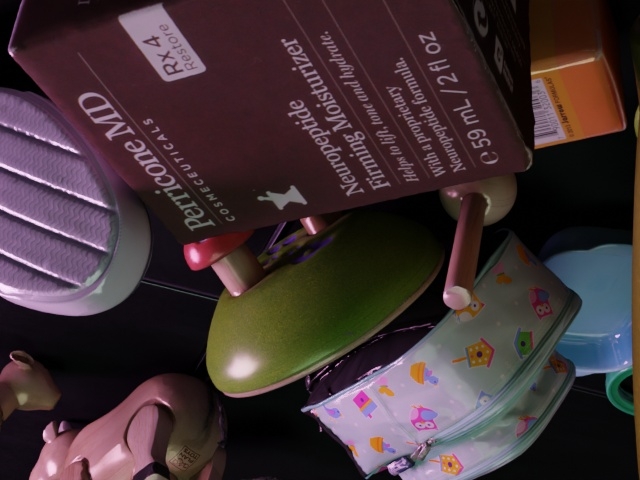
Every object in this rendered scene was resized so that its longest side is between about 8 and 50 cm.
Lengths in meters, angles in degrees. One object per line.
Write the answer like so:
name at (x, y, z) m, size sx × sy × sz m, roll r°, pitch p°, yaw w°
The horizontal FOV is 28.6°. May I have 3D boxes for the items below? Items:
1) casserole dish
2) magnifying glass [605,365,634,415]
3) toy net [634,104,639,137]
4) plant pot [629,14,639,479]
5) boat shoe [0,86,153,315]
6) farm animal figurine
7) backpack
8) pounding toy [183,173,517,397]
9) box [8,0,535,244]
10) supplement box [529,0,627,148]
casserole dish at (0.206, 0.044, 0.963) m, size 0.114 × 0.037 × 0.188 m, roll 6°, pitch 144°, yaw -2°
magnifying glass at (0.329, 0.154, 1.117) m, size 0.092 × 0.026 × 0.231 m, roll -20°, pitch 136°, yaw 30°
toy net at (0.317, -0.087, 0.768) m, size 0.232 × 0.045 × 0.122 m, roll 2°, pitch 124°, yaw -2°
plant pot at (0.310, 0.027, 0.625) m, size 0.366 × 0.366 × 0.353 m, roll -11°, pitch 106°, yaw 20°
boat shoe at (-0.188, -0.040, 0.753) m, size 0.302 × 0.109 × 0.094 m, roll 29°, pitch -177°, yaw 38°
farm animal figurine at (-0.220, 0.202, 1.134) m, size 0.326 × 0.172 × 0.330 m, roll -21°, pitch 131°, yaw 12°
backpack at (0.097, 0.085, 0.891) m, size 0.144 × 0.166 × 0.188 m, roll 43°, pitch 141°, yaw 3°
pounding toy at (0.000, 0.000, 0.840) m, size 0.236 × 0.183 × 0.110 m, roll -26°, pitch 104°, yaw 31°
box at (-0.012, -0.125, 0.633) m, size 0.203 × 0.167 × 0.168 m, roll -12°, pitch 141°, yaw 22°
supplement box at (0.059, -0.091, 0.752) m, size 0.233 × 0.078 × 0.080 m, roll -9°, pitch 146°, yaw 19°
